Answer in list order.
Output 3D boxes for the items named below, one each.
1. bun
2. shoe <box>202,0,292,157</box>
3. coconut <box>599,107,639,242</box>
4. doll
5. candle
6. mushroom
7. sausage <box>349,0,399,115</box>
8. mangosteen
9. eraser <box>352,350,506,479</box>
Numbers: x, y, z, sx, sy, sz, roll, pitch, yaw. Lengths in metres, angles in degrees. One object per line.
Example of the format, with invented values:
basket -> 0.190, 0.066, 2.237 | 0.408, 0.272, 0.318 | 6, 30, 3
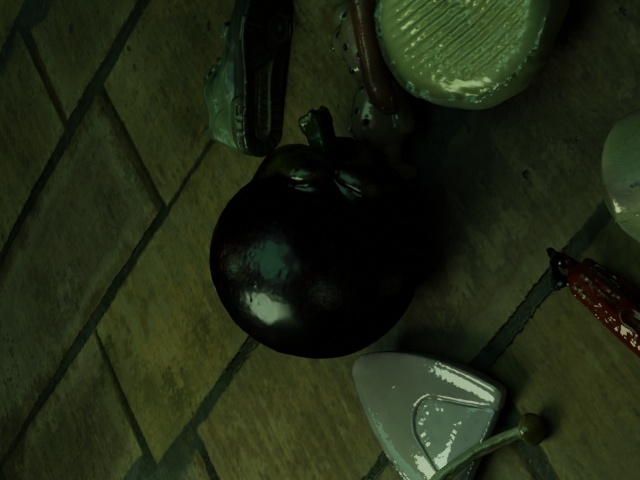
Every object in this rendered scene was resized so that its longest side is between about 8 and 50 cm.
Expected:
bun -> 0.208, -0.310, 1.896 | 0.287, 0.146, 0.287 | 8, 103, 38
shoe -> -0.134, -0.281, 2.315 | 0.149, 0.109, 0.293 | 8, 98, 44
coconut -> 0.390, -0.072, 1.645 | 0.183, 0.171, 0.171 | -22, 71, 43
doll -> 0.082, -0.219, 2.071 | 0.154, 0.119, 0.278 | 14, 107, 50
candle -> 0.371, 0.086, 1.740 | 0.302, 0.059, 0.084 | 43, 107, 40
mushroom -> 0.180, 0.327, 1.914 | 0.306, 0.043, 0.068 | -48, 68, 23
sausage -> 0.071, -0.260, 1.978 | 0.043, 0.043, 0.186 | -1, 104, 50
mangosteen -> 0.008, 0.010, 1.998 | 0.313, 0.297, 0.297 | -42, 56, 27
eraser -> 0.138, 0.227, 1.998 | 0.243, 0.059, 0.204 | 37, 116, 39
